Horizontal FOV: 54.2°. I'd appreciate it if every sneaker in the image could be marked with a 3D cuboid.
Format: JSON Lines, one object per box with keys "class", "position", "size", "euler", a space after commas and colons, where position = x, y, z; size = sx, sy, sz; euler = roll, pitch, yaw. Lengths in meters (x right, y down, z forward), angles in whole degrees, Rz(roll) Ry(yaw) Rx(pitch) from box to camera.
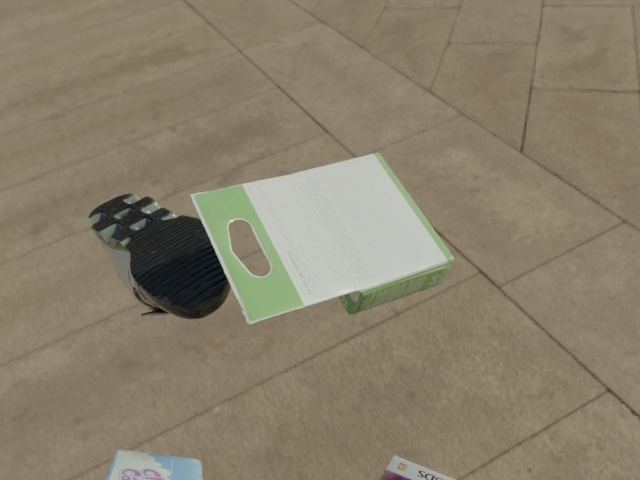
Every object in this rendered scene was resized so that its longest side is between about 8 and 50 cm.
{"class": "sneaker", "position": [-0.200, 0.046, 0.845], "size": [0.123, 0.146, 0.331], "euler": [-28, 32, -23]}

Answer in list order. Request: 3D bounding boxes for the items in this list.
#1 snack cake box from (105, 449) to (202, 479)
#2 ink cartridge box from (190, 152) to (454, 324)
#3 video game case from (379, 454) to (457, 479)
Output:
{"class": "snack cake box", "position": [-0.150, 0.285, 0.489], "size": [0.089, 0.152, 0.264], "euler": [13, -2, -12]}
{"class": "ink cartridge box", "position": [0.000, 0.000, 0.671], "size": [0.235, 0.056, 0.171], "euler": [-17, 58, -22]}
{"class": "video game case", "position": [0.154, 0.471, 0.979], "size": [0.210, 0.041, 0.232], "euler": [10, 43, 36]}
